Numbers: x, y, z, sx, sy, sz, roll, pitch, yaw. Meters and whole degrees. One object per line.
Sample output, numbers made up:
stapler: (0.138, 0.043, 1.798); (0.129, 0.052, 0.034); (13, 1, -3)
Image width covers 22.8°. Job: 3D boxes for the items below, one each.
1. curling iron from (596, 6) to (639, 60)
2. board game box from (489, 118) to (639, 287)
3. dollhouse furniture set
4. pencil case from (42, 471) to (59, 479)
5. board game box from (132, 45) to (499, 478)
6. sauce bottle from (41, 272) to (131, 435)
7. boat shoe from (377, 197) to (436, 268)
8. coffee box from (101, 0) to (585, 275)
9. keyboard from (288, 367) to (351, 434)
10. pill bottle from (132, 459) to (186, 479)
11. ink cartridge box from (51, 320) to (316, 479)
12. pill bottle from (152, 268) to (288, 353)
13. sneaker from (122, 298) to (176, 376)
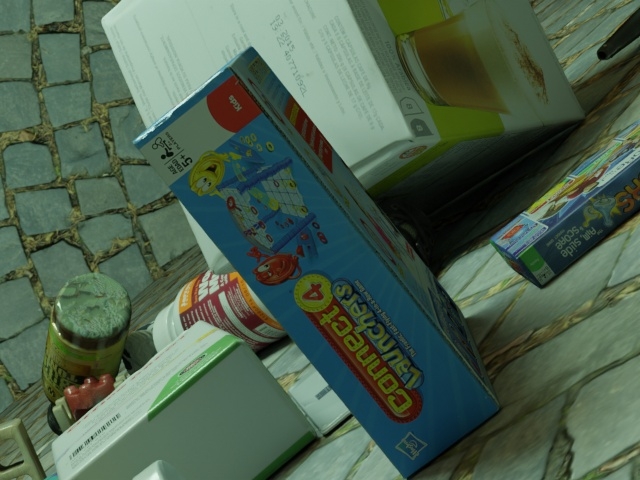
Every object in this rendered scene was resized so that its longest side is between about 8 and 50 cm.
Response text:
curling iron: (0.416, -0.286, 2.000); (0.068, 0.035, 0.274); (-37, 5, 46)
board game box: (0.241, -0.043, 1.350); (0.201, 0.035, 0.136); (-39, 7, 2)
dollhouse furniture set: (-0.401, 0.308, 2.107); (0.374, 0.152, 0.201); (-22, 6, -3)
pencil case: (-0.253, 0.262, 1.811); (0.152, 0.064, 0.070); (-37, 23, 7)
board game box: (0.000, 0.000, 1.218); (0.086, 0.302, 0.308); (-38, 7, 6)
sauce bottle: (-0.339, 0.178, 2.258); (0.111, 0.111, 0.344); (-44, -16, -34)
boat shoe: (0.073, 0.002, 1.662); (0.092, 0.103, 0.285); (-44, 1, 0)
coffee box: (0.027, -0.196, 1.805); (0.334, 0.337, 0.338); (-12, -16, -48)
keyboard: (0.012, 0.137, 1.483); (0.072, 0.014, 0.256); (-44, 7, -4)
pill bottle: (-0.177, 0.264, 1.200); (0.208, 0.117, 0.117); (-39, 7, 2)
ink cartridge box: (-0.137, 0.186, 1.481); (0.201, 0.117, 0.278); (-40, 8, -9)
pill bottle: (-0.104, 0.084, 1.940); (0.221, 0.121, 0.121); (-32, 10, 42)
sneaker: (-0.175, 0.119, 2.247); (0.153, 0.094, 0.235); (-27, -16, -45)
